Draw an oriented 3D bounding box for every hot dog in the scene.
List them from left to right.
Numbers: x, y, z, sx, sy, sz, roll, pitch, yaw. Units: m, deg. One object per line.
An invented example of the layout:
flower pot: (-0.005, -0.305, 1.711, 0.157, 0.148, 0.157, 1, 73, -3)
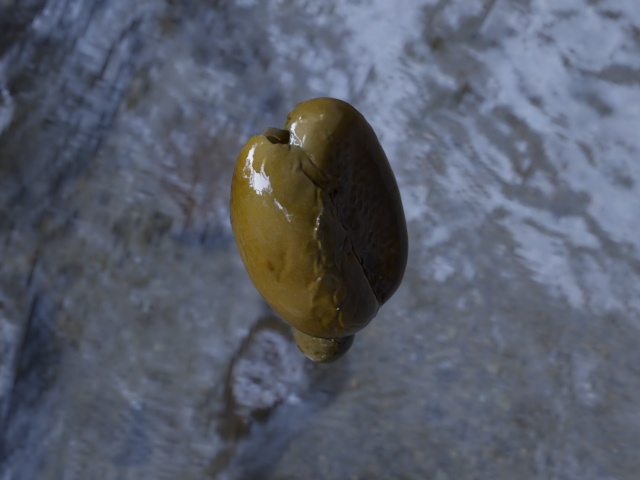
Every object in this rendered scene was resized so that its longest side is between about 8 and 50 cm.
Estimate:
hot dog: (0.001, -0.002, 0.786, 0.060, 0.140, 0.090, 9, 52, 39)
